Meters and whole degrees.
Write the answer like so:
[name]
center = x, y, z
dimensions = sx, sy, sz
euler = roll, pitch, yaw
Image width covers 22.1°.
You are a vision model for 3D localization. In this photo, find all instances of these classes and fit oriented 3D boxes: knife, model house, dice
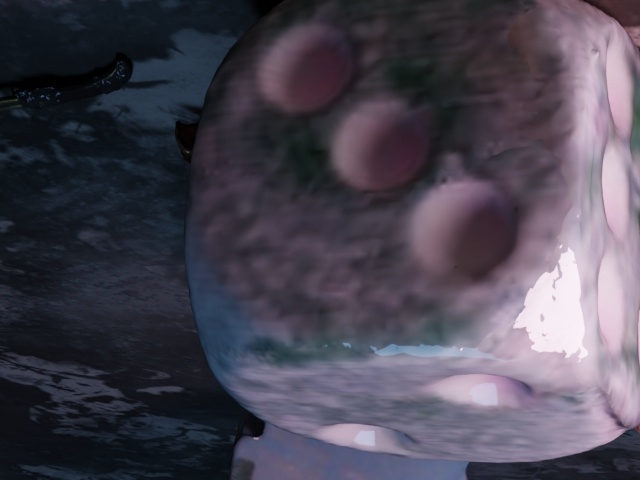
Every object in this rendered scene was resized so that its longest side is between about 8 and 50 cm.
[knife]
center = -0.261, -0.142, 1.577
dimensions = 0.222, 0.021, 0.045
euler = -12, 153, 33
[model house]
center = 0.023, 0.364, 2.532
dimensions = 0.360, 0.297, 0.339
euler = 8, -170, -3
[dice]
center = 0.103, -0.009, 1.362
dimensions = 0.348, 0.328, 0.330
euler = 0, 158, 20

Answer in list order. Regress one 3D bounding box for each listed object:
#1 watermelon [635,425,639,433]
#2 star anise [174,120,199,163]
[watermelon]
center = 0.488, 0.231, 2.277
dimensions = 0.158, 0.121, 0.098
euler = 49, 144, 13
[star anise]
center = -0.065, -0.073, 1.629
dimensions = 0.190, 0.070, 0.097
euler = 20, 154, -35
